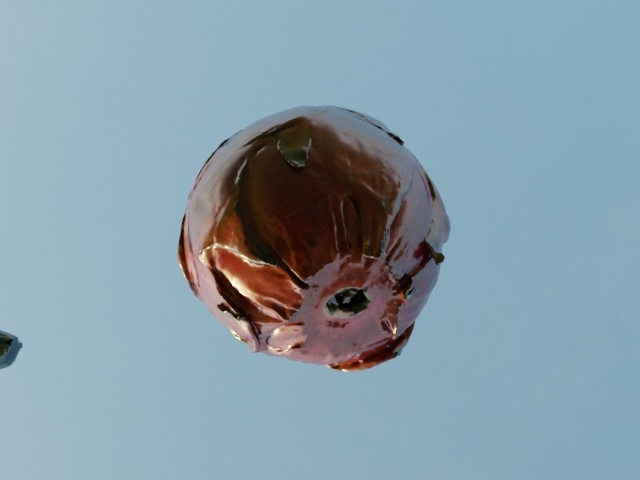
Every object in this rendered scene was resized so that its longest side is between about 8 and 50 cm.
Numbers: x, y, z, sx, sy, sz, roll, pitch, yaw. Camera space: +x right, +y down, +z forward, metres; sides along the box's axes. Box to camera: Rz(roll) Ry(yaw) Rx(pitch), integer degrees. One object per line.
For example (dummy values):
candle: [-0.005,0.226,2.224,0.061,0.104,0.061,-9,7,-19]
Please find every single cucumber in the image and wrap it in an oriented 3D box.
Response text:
cucumber: [-0.309,0.093,1.043,0.105,0.048,0.048,8,-120,-16]

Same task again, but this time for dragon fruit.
dragon fruit: [-0.007,-0.005,1.065,0.241,0.252,0.241,2,-74,6]
